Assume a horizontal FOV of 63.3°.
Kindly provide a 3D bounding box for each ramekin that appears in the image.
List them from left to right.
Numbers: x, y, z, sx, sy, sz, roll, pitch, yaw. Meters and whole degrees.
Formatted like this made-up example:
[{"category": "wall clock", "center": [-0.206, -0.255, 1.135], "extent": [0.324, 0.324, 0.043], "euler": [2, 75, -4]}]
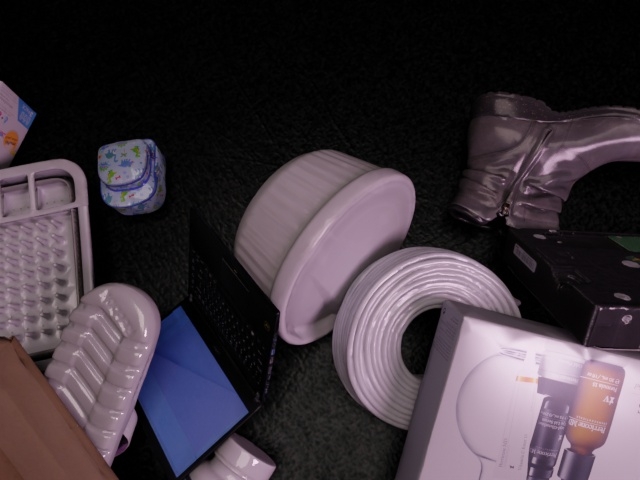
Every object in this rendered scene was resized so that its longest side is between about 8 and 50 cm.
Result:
[{"category": "ramekin", "center": [0.000, 0.000, 0.719], "extent": [0.127, 0.273, 0.273], "euler": [36, 77, 26]}]

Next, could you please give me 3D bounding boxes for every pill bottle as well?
[{"category": "pill bottle", "center": [-0.145, 0.359, 0.687], "extent": [0.112, 0.112, 0.187], "euler": [32, 77, 11]}]

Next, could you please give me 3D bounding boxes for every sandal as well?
[{"category": "sandal", "center": [-0.329, 0.252, 0.725], "extent": [0.169, 0.102, 0.416], "euler": [34, 96, 12]}]

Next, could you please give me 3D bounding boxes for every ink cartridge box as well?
[{"category": "ink cartridge box", "center": [-0.568, -0.169, 0.869], "extent": [0.061, 0.104, 0.182], "euler": [16, 75, 8]}]

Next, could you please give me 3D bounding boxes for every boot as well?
[{"category": "boot", "center": [0.383, -0.094, 0.819], "extent": [0.337, 0.118, 0.223], "euler": [9, 80, 12]}]

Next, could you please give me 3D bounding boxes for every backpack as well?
[{"category": "backpack", "center": [-0.311, -0.104, 0.850], "extent": [0.104, 0.084, 0.115], "euler": [-9, 76, 2]}]

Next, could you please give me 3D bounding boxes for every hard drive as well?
[{"category": "hard drive", "center": [0.447, 0.059, 0.681], "extent": [0.338, 0.237, 0.064], "euler": [1, 113, -6]}]

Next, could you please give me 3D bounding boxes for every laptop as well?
[{"category": "laptop", "center": [-0.181, 0.134, 0.694], "extent": [0.136, 0.265, 0.234], "euler": [-17, 45, -34]}]

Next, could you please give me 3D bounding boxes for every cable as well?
[{"category": "cable", "center": [0.147, 0.138, 0.713], "extent": [0.257, 0.089, 0.257], "euler": [34, 89, -13]}]

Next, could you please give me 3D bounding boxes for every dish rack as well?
[{"category": "dish rack", "center": [-0.487, 0.052, 0.816], "extent": [0.285, 0.072, 0.333], "euler": [-11, 73, -2]}]

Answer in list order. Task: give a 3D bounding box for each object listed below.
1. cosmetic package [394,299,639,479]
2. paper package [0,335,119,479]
[{"category": "cosmetic package", "center": [0.303, 0.260, 0.637], "extent": [0.376, 0.097, 0.285], "euler": [14, 97, -2]}, {"category": "paper package", "center": [-0.435, 0.336, 0.612], "extent": [0.325, 0.168, 0.309], "euler": [-42, 82, 10]}]
